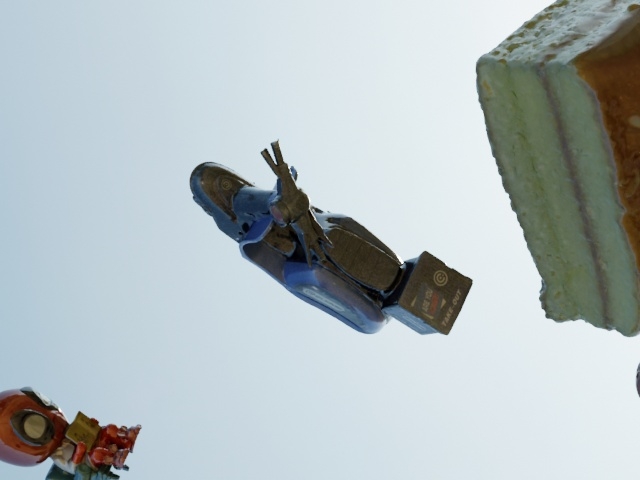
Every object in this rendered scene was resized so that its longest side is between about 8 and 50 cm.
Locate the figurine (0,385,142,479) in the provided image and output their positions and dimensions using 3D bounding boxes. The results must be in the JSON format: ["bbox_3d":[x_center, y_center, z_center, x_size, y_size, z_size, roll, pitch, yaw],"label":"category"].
[{"bbox_3d":[-0.229,0.170,1.051,0.140,0.075,0.068,20,-147,-3],"label":"figurine"}]

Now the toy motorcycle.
[{"bbox_3d":[0.000,0.000,1.554,0.358,0.212,0.125,32,-109,-15],"label":"toy motorcycle"}]

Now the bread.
[{"bbox_3d":[0.209,-0.077,0.723,0.234,0.110,0.184,-39,-56,-33],"label":"bread"}]

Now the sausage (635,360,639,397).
[{"bbox_3d":[0.282,0.065,1.006,0.043,0.043,0.186,57,-148,-23],"label":"sausage"}]
